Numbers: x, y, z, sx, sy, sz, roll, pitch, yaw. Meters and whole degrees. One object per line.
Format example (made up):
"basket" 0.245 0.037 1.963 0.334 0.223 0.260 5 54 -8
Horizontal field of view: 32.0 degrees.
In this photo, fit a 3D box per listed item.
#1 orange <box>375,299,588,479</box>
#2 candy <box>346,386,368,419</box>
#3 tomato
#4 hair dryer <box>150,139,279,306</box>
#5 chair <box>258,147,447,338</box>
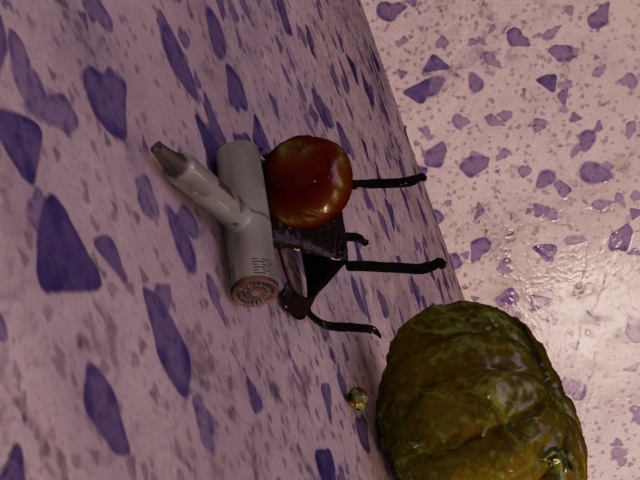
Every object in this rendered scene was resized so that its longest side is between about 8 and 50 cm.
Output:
"orange" 0.178 0.211 1.308 0.300 0.223 0.301 40 28 -61
"candy" 0.046 0.183 1.220 0.023 0.025 0.083 -55 154 -19
"tomato" -0.014 -0.056 1.001 0.075 0.087 0.087 57 19 -53
"hair dryer" -0.090 -0.053 0.892 0.183 0.044 0.155 54 19 -49
"chair" 0.000 0.000 1.122 0.213 0.149 0.174 11 54 -27
